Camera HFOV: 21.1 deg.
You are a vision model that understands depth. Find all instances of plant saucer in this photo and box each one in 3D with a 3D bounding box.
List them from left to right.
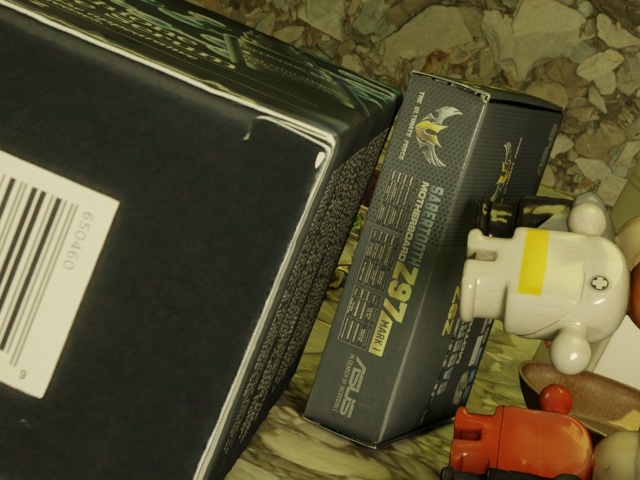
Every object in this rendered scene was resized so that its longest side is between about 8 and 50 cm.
[{"bbox_3d":[0.220,0.140,1.174,0.198,0.036,0.198,21,9,-4],"label":"plant saucer"}]

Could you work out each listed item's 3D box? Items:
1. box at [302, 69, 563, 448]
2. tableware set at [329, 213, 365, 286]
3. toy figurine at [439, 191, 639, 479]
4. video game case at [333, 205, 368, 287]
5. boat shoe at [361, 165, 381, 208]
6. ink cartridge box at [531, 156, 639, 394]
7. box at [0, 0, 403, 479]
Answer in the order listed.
[{"bbox_3d":[0.078,0.010,1.125,0.059,0.233,0.183,20,8,21],"label":"box"},{"bbox_3d":[0.000,0.000,1.470,0.104,0.024,0.154,37,31,30],"label":"tableware set"},{"bbox_3d":[0.150,0.080,0.975,0.148,0.210,0.213,7,7,7],"label":"toy figurine"},{"bbox_3d":[-0.056,-0.031,1.563,0.201,0.023,0.183,23,20,5],"label":"video game case"},{"bbox_3d":[-0.010,-0.065,1.773,0.257,0.095,0.095,32,-1,16],"label":"boat shoe"},{"bbox_3d":[0.288,0.026,1.367,0.117,0.283,0.207,26,10,-4],"label":"ink cartridge box"},{"bbox_3d":[-0.137,-0.032,0.943,0.293,0.212,0.395,23,9,3],"label":"box"}]
